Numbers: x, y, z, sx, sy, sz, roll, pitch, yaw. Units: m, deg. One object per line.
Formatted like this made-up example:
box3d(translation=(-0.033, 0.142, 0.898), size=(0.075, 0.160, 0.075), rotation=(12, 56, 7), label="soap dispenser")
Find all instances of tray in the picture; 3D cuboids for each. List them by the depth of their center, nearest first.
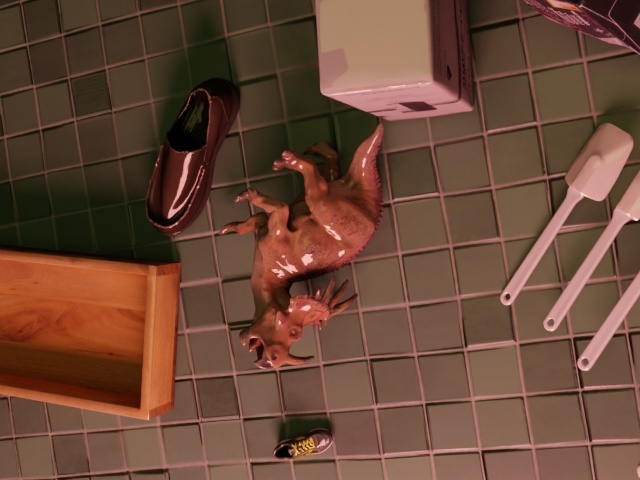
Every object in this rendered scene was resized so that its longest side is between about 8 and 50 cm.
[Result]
box3d(translation=(-0.396, 0.114, 1.257), size=(0.411, 0.076, 0.202), rotation=(5, 95, 21), label="tray")

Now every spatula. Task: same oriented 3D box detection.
box3d(translation=(0.308, 0.008, 0.994), size=(0.168, 0.019, 0.242), rotation=(42, 113, 33), label="spatula")

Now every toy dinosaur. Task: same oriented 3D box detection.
box3d(translation=(0.000, 0.000, 1.083), size=(0.296, 0.127, 0.200), rotation=(-43, 85, 5), label="toy dinosaur")

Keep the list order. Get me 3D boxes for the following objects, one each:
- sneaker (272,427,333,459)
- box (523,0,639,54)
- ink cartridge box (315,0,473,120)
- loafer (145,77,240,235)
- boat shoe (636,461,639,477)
box3d(translation=(-0.023, 0.264, 1.143), size=(0.083, 0.035, 0.031), rotation=(-24, 85, 20), label="sneaker")
box3d(translation=(0.304, -0.343, 0.911), size=(0.142, 0.163, 0.247), rotation=(38, 106, 40), label="box")
box3d(translation=(0.086, -0.241, 0.955), size=(0.114, 0.273, 0.196), rotation=(-3, 92, 17), label="ink cartridge box")
box3d(translation=(-0.180, -0.111, 1.161), size=(0.080, 0.078, 0.219), rotation=(24, 100, 18), label="loafer")
box3d(translation=(0.431, 0.218, 0.959), size=(0.184, 0.066, 0.063), rotation=(-15, 73, 23), label="boat shoe")
